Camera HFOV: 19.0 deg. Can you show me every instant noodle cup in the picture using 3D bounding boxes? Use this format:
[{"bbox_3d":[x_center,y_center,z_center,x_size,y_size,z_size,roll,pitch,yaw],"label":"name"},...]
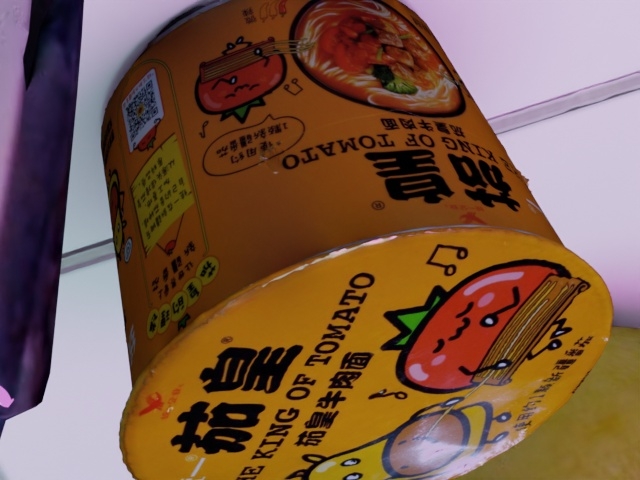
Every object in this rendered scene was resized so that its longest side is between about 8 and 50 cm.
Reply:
[{"bbox_3d":[0.000,0.000,0.846,0.216,0.172,0.215,-13,145,-9],"label":"instant noodle cup"}]

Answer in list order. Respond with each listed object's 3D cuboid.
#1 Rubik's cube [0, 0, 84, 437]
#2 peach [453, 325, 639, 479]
[{"bbox_3d":[-0.230,-0.115,0.355,0.305,0.307,0.310,14,174,-39],"label":"Rubik's cube"},{"bbox_3d":[0.173,0.220,1.134,0.314,0.315,0.281,-27,162,-3],"label":"peach"}]
